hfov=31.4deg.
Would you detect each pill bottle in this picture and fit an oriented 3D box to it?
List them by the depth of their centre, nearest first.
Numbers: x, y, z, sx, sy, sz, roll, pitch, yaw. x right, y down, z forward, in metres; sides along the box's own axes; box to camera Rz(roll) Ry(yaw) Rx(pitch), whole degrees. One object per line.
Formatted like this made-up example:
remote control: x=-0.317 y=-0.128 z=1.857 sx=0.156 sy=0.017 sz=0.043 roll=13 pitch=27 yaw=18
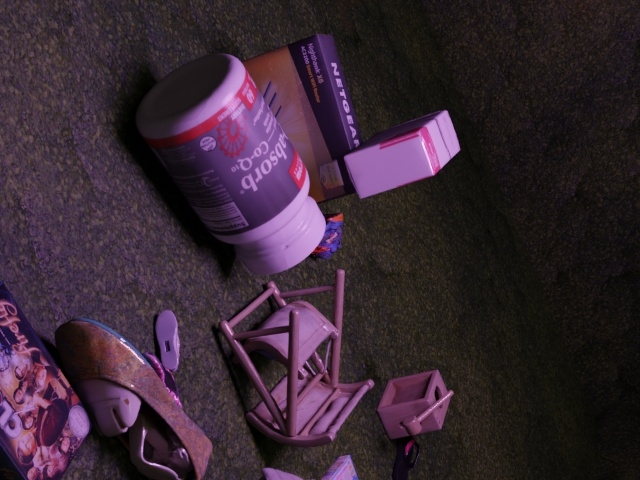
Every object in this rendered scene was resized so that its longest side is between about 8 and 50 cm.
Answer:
pill bottle: x=-0.146 y=-0.127 z=1.994 sx=0.363 sy=0.210 sz=0.210 roll=57 pitch=29 yaw=-33

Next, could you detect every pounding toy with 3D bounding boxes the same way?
pounding toy: x=0.226 y=0.384 z=2.524 sx=0.094 sy=0.181 sz=0.206 roll=66 pitch=25 yaw=-19

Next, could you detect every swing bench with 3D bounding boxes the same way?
swing bench: x=-0.038 y=0.217 z=2.084 sx=0.253 sy=0.165 sz=0.255 roll=-38 pitch=116 yaw=-65

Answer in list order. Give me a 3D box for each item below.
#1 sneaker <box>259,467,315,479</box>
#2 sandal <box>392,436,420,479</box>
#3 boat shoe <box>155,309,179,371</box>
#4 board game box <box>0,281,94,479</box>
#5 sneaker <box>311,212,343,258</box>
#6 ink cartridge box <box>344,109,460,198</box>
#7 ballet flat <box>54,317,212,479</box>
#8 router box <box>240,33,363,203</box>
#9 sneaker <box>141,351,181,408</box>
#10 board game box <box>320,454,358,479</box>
sneaker: x=-0.100 y=0.497 z=1.874 sx=0.099 sy=0.121 sz=0.262 roll=104 pitch=11 yaw=-57
sandal: x=0.200 y=0.487 z=2.577 sx=0.067 sy=0.040 sz=0.179 roll=60 pitch=28 yaw=-29
boat shoe: x=-0.243 y=0.163 z=1.828 sx=0.035 sy=0.035 sz=0.100 roll=89 pitch=-9 yaw=-70
board game box: x=-0.395 y=0.198 z=1.454 sx=0.243 sy=0.042 sz=0.165 roll=63 pitch=26 yaw=-24
sneaker: x=0.000 y=0.000 z=2.402 sx=0.221 sy=0.083 sz=0.087 roll=-28 pitch=109 yaw=-62
ink cartridge box: x=0.157 y=-0.165 z=2.144 sx=0.092 sy=0.158 sz=0.218 roll=68 pitch=24 yaw=-11
ballet flat: x=-0.264 y=0.251 z=1.619 sx=0.348 sy=0.123 sz=0.123 roll=57 pitch=29 yaw=-39
router box: x=-0.055 y=-0.216 z=2.210 sx=0.081 sy=0.243 sz=0.309 roll=-17 pitch=91 yaw=-67
sneaker: x=-0.249 y=0.214 z=1.768 sx=0.057 sy=0.047 sz=0.119 roll=-81 pitch=154 yaw=-56
board game box: x=0.038 y=0.500 z=2.233 sx=0.154 sy=0.026 sz=0.103 roll=-34 pitch=107 yaw=-65
